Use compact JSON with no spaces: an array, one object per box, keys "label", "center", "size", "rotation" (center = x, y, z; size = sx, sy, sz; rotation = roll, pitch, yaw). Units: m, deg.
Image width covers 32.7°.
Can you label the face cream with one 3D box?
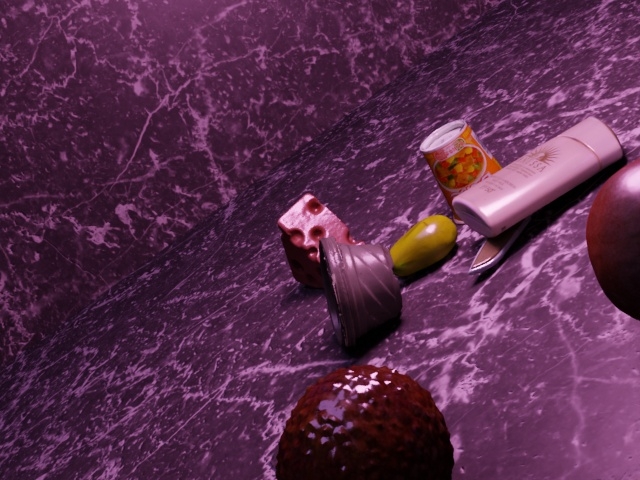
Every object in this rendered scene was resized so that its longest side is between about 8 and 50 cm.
[{"label":"face cream","center":[0.442,-0.130,2.162],"size":[0.348,0.081,0.173],"rotation":[-31,24,-9]}]

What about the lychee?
[{"label":"lychee","center":[0.055,0.308,1.547],"size":[0.260,0.261,0.260],"rotation":[-32,18,11]}]

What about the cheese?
[{"label":"cheese","center":[0.019,0.020,2.526],"size":[0.177,0.203,0.128],"rotation":[26,56,35]}]

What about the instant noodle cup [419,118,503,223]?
[{"label":"instant noodle cup","center":[0.310,-0.155,2.360],"size":[0.168,0.185,0.168],"rotation":[-32,18,12]}]

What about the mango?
[{"label":"mango","center":[0.210,0.009,2.279],"size":[0.163,0.089,0.117],"rotation":[-30,18,21]}]

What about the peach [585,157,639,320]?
[{"label":"peach","center":[0.490,-0.002,1.505],"size":[0.252,0.252,0.252],"rotation":[-32,18,11]}]

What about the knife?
[{"label":"knife","center":[0.386,-0.034,2.161],"size":[0.061,0.027,0.343],"rotation":[4,39,40]}]

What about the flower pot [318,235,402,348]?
[{"label":"flower pot","center":[0.081,0.091,2.157],"size":[0.140,0.236,0.235],"rotation":[-14,17,-4]}]
